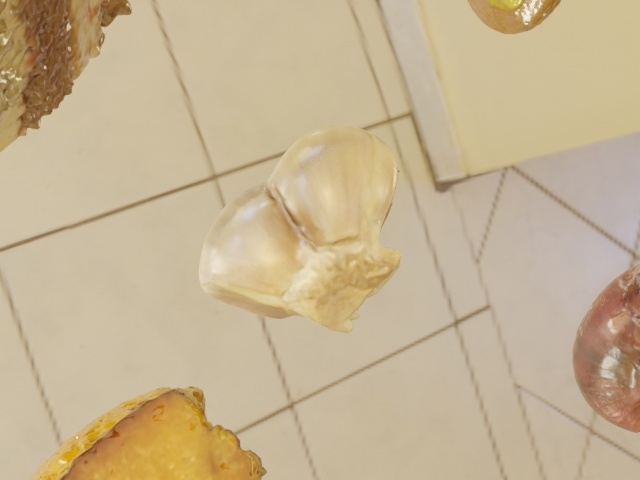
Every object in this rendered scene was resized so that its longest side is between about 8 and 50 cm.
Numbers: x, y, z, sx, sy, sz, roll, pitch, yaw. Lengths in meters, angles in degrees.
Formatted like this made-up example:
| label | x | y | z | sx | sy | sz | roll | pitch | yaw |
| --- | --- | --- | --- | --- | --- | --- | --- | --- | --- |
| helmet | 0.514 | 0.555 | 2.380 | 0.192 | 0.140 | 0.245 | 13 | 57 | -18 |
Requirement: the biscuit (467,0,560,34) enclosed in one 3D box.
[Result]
| label | x | y | z | sx | sy | sz | roll | pitch | yaw |
| --- | --- | --- | --- | --- | --- | --- | --- | --- | --- |
| biscuit | 0.156 | -0.365 | 1.255 | 0.052 | 0.262 | 0.277 | -30 | 61 | -36 |

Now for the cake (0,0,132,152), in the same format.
| label | x | y | z | sx | sy | sz | roll | pitch | yaw |
| --- | --- | --- | --- | --- | --- | --- | --- | --- | --- |
| cake | -0.323 | -0.235 | 1.020 | 0.282 | 0.255 | 0.290 | 24 | 58 | 7 |

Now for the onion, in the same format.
| label | x | y | z | sx | sy | sz | roll | pitch | yaw |
| --- | --- | --- | --- | --- | --- | --- | --- | --- | --- |
| onion | 0.298 | 0.094 | 1.154 | 0.098 | 0.205 | 0.151 | 25 | 33 | 3 |

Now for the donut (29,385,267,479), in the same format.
| label | x | y | z | sx | sy | sz | roll | pitch | yaw |
| --- | --- | --- | --- | --- | --- | --- | --- | --- | --- |
| donut | -0.093 | 0.334 | 0.926 | 0.435 | 0.163 | 0.377 | 45 | 69 | -22 |

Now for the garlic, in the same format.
| label | x | y | z | sx | sy | sz | roll | pitch | yaw |
| --- | --- | --- | --- | --- | --- | --- | --- | --- | --- |
| garlic | -0.009 | -0.008 | 0.908 | 0.124 | 0.099 | 0.174 | 34 | 101 | -15 |
